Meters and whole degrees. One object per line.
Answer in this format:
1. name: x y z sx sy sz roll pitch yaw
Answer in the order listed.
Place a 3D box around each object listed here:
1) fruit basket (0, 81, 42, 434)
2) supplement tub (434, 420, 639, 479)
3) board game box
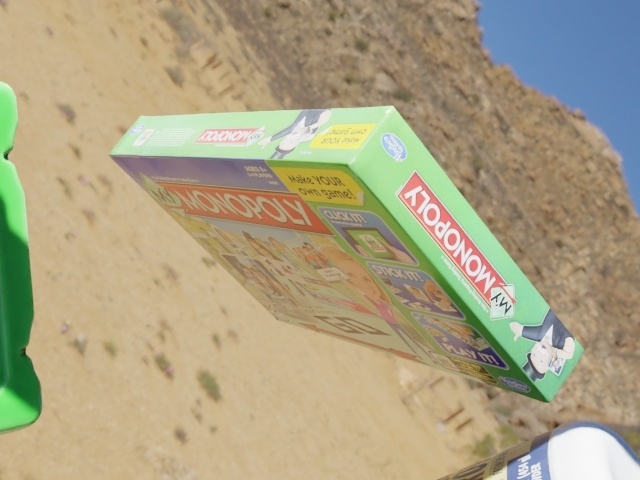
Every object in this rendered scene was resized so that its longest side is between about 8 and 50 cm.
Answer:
1. fruit basket: -0.365 0.005 0.475 0.392 0.392 0.283 -53 138 -88
2. supplement tub: 0.117 0.296 0.748 0.228 0.316 0.228 48 24 -30
3. board game box: 0.000 0.000 0.678 0.213 0.046 0.317 46 -20 -28
